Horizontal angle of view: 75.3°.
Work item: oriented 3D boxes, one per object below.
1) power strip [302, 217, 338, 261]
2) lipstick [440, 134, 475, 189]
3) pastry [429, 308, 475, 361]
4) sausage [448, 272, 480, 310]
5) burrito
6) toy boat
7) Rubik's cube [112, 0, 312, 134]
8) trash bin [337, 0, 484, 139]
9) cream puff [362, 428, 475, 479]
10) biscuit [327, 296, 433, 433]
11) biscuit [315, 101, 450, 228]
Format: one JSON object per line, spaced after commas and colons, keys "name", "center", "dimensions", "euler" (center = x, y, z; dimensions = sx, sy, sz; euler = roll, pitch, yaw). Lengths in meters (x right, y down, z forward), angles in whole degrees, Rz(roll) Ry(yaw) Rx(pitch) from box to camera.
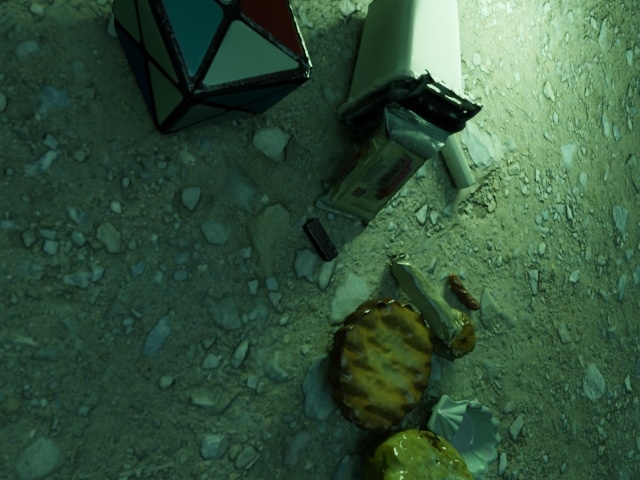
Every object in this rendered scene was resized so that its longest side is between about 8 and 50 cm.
{"name": "power strip", "center": [0.000, 0.000, 1.000], "dimensions": [0.038, 0.029, 0.111], "euler": [-38, 106, -25]}
{"name": "lipstick", "center": [0.379, -0.275, 1.218], "dimensions": [0.059, 0.059, 0.264], "euler": [-37, 108, -26]}
{"name": "pastry", "center": [0.382, 0.271, 1.198], "dimensions": [0.153, 0.081, 0.153], "euler": [6, 76, -23]}
{"name": "sausage", "center": [0.433, 0.159, 1.258], "dimensions": [0.036, 0.042, 0.158], "euler": [-35, 112, 20]}
{"name": "burrito", "center": [0.280, 0.149, 1.123], "dimensions": [0.082, 0.059, 0.275], "euler": [-39, 91, -28]}
{"name": "toy boat", "center": [0.398, 0.547, 1.192], "dimensions": [0.290, 0.100, 0.199], "euler": [45, 67, -24]}
{"name": "Rubik's cube", "center": [-0.202, -0.357, 0.757], "dimensions": [0.248, 0.246, 0.250], "euler": [-25, 102, -29]}
{"name": "trash bin", "center": [0.224, -0.430, 1.005], "dimensions": [0.255, 0.296, 0.368], "euler": [15, 76, -29]}
{"name": "cream puff", "center": [0.220, 0.651, 1.015], "dimensions": [0.324, 0.257, 0.291], "euler": [45, 28, 15]}
{"name": "biscuit", "center": [0.146, 0.303, 1.042], "dimensions": [0.325, 0.107, 0.326], "euler": [-1, 92, -34]}
{"name": "biscuit", "center": [0.135, -0.165, 0.970], "dimensions": [0.186, 0.309, 0.079], "euler": [19, 41, -31]}
